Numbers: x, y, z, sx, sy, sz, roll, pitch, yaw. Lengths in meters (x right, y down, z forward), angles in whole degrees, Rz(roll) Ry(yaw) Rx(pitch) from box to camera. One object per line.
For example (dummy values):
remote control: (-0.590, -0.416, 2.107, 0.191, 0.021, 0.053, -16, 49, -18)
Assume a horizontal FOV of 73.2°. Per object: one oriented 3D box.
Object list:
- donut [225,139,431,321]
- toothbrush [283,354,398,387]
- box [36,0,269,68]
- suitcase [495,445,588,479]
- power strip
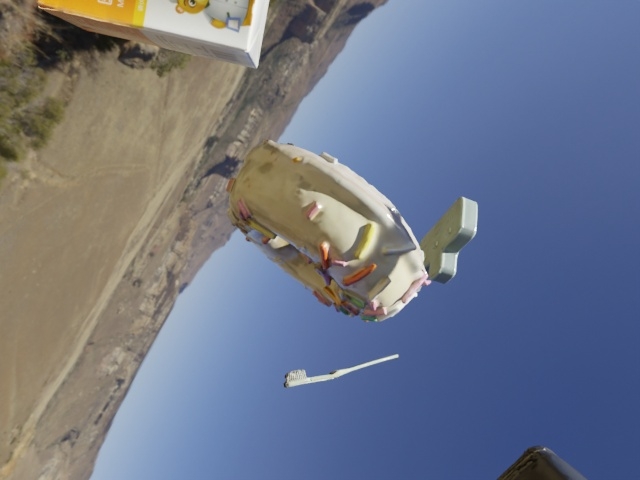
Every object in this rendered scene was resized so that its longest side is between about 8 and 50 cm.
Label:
donut: (0.000, 0.000, 0.741, 0.142, 0.383, 0.383, -52, -168, -14)
toothbrush: (0.053, 0.262, 0.878, 0.026, 0.295, 0.028, -32, -117, 50)
box: (-0.259, -0.445, 0.716, 0.143, 0.342, 0.224, -106, -153, -79)
suitcase: (0.311, 0.541, 0.631, 0.434, 0.283, 0.194, -49, -177, 5)
power strip: (0.339, 0.022, 1.185, 0.265, 0.059, 0.193, 115, -9, -57)
